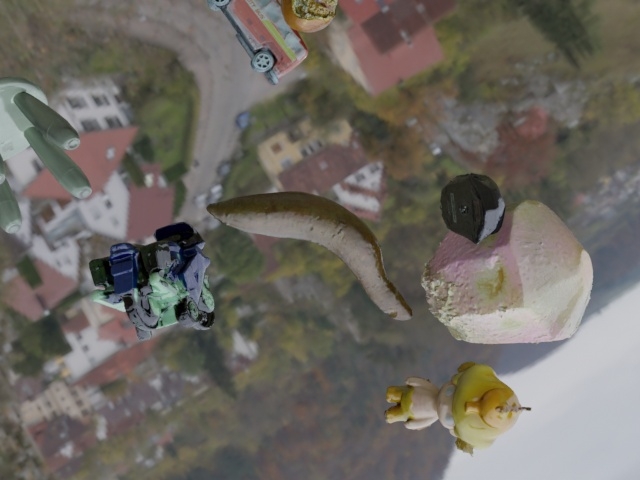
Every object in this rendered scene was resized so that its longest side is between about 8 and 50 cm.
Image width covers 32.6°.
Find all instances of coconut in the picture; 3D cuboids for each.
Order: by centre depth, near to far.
[{"bbox_3d":[0.298,0.058,1.673,0.245,0.233,0.233,-13,-173,44],"label":"coconut"}]

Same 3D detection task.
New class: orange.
[{"bbox_3d":[-0.018,-0.298,1.338,0.062,0.086,0.086,22,134,-40],"label":"orange"}]

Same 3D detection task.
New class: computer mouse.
[{"bbox_3d":[0.224,-0.050,1.580,0.057,0.099,0.172,-11,-172,-17],"label":"computer mouse"}]

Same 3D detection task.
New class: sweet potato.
[{"bbox_3d":[0.007,-0.004,1.612,0.108,0.346,0.079,-58,-172,11],"label":"sweet potato"}]

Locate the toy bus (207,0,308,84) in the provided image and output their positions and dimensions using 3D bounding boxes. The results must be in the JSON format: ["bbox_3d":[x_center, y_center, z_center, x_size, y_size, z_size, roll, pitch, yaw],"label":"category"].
[{"bbox_3d":[-0.134,-0.448,2.210,0.120,0.265,0.121,-35,-171,-1],"label":"toy bus"}]

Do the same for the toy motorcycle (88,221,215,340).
[{"bbox_3d":[-0.262,0.061,1.845,0.125,0.196,0.331,-17,171,16],"label":"toy motorcycle"}]

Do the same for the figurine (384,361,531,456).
[{"bbox_3d":[0.228,0.279,1.837,0.246,0.156,0.131,1,177,31],"label":"figurine"}]

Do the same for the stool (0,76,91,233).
[{"bbox_3d":[-0.535,-0.155,1.927,0.195,0.199,0.195,-27,152,-19],"label":"stool"}]
